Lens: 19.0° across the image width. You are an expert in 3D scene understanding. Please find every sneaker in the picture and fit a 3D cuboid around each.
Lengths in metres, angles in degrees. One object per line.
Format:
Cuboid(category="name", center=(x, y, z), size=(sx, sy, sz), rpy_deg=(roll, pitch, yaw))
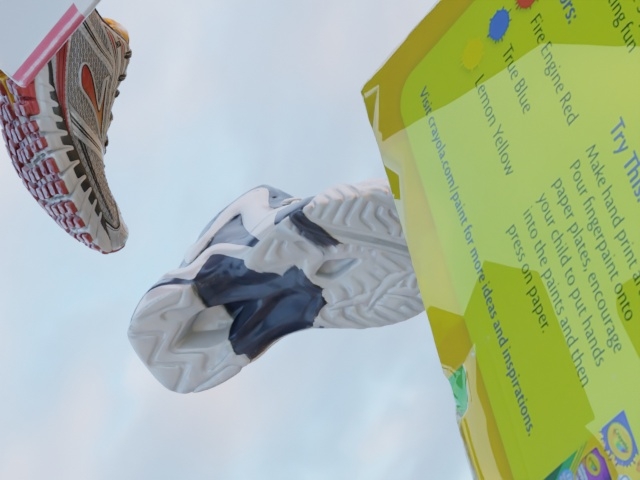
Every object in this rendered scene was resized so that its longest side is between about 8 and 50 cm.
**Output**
Cuboid(category="sneaker", center=(-0.153, -0.094, 1.205), size=(0.092, 0.088, 0.225), rpy_deg=(-24, -62, -23))
Cuboid(category="sneaker", center=(0.000, 0.000, 1.189), size=(0.094, 0.235, 0.153), rpy_deg=(53, -158, -17))

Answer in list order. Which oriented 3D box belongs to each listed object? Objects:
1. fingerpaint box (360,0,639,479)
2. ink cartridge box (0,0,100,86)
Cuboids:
Cuboid(category="fingerpaint box", center=(0.225, 0.006, 0.746), size=(0.163, 0.445, 0.371), rpy_deg=(14, -46, -33))
Cuboid(category="ink cartridge box", center=(-0.114, -0.212, 1.041), size=(0.158, 0.092, 0.218), rpy_deg=(-39, 16, 48))
